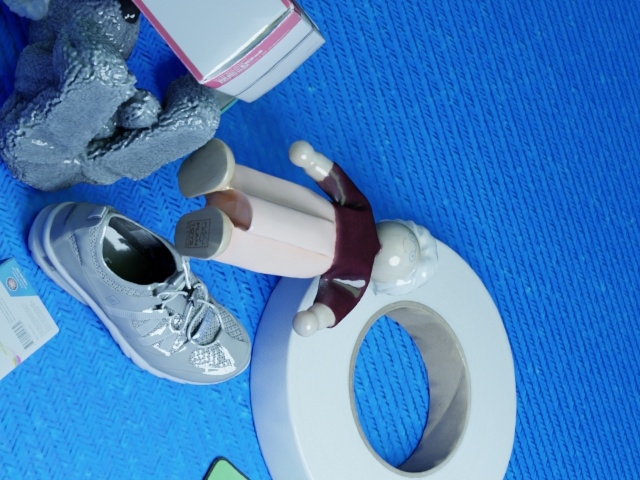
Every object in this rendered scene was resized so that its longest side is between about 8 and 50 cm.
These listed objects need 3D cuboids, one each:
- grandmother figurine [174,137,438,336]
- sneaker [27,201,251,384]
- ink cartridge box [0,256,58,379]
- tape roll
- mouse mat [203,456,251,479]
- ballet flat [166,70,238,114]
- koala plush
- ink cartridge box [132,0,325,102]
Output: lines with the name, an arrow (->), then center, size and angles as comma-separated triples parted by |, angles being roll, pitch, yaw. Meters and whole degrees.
grandmother figurine -> 0.000, 0.000, 1.575 | 0.342, 0.104, 0.208 | 12, 85, -45
sneaker -> -0.166, 0.060, 1.507 | 0.281, 0.115, 0.105 | 38, 59, -32
ink cartridge box -> -0.323, 0.087, 1.400 | 0.122, 0.052, 0.088 | -43, 111, -40
tape roll -> 0.084, 0.176, 1.753 | 0.392, 0.072, 0.392 | 8, 78, -42
mouse mat -> -0.083, 0.346, 1.610 | 0.190, 0.007, 0.152 | 46, 55, -26
ballet flat -> -0.090, -0.196, 1.658 | 0.213, 0.072, 0.068 | -39, 105, -39
koala plush -> -0.238, -0.181, 1.471 | 0.196, 0.203, 0.221 | 23, 46, -48
ink cartridge box -> -0.112, -0.253, 1.469 | 0.207, 0.117, 0.283 | 50, 5, 3
